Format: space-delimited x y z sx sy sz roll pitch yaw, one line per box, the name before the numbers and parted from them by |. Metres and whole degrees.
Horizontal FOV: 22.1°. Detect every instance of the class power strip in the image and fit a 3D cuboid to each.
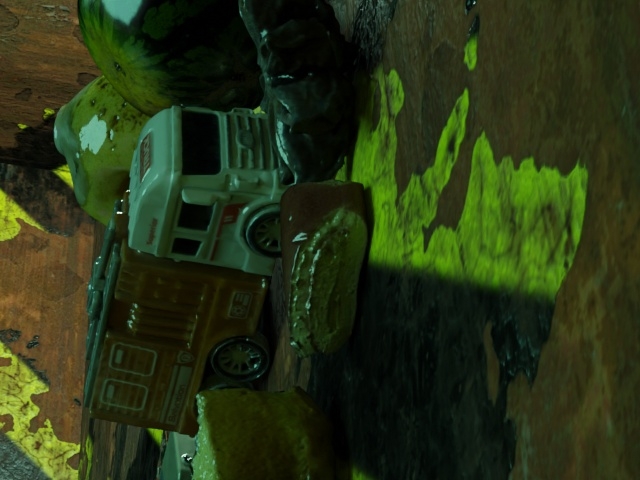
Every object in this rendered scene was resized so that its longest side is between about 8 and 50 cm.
power strip | -0.199 0.372 2.209 0.118 0.046 0.270 -101 23 -57

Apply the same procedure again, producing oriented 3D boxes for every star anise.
star anise | -0.015 -0.169 1.581 0.223 0.109 0.236 76 177 -56

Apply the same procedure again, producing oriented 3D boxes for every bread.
bread | -0.049 0.247 1.417 0.134 0.129 0.260 156 121 -67
bread | -0.001 0.000 1.487 0.192 0.067 0.119 -96 19 -48

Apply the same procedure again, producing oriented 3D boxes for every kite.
kite | -0.242 0.359 2.500 0.189 0.009 0.232 124 152 -66

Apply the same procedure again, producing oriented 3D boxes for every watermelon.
watermelon | -0.148 -0.261 1.877 0.269 0.269 0.268 -172 90 -78

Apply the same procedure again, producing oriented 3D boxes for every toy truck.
toy truck | -0.147 0.034 1.809 0.173 0.207 0.387 -98 20 -51

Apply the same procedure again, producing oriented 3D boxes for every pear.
pear | -0.229 -0.136 2.281 0.271 0.271 0.271 -172 90 -78
